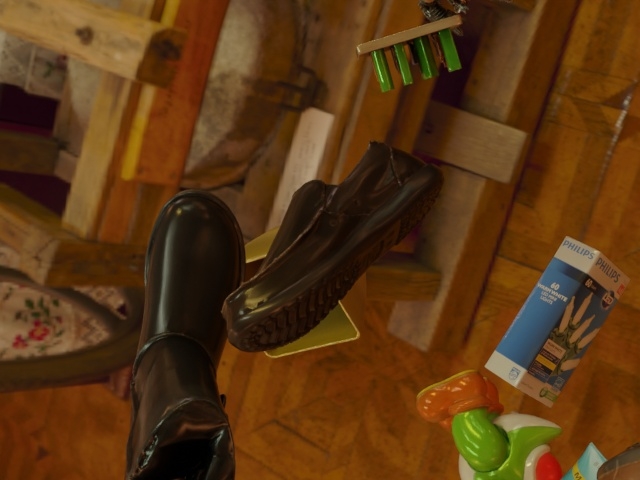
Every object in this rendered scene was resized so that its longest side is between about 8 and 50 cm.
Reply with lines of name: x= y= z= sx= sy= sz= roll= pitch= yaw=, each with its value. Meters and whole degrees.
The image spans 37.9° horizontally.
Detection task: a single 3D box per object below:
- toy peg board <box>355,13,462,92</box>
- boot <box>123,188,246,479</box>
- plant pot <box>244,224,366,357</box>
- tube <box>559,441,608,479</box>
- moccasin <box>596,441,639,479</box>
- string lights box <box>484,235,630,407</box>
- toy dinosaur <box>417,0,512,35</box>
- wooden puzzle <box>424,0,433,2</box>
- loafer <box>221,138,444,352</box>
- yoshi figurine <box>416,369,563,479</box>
toy peg board: x=0.143 y=-0.286 z=1.460 sx=0.161 sy=0.160 sz=0.079 roll=-16 pitch=97 yaw=4
boot: x=-0.170 y=0.145 z=1.146 sx=0.146 sy=0.445 sz=0.367 roll=6 pitch=100 yaw=-6
plant pot: x=-0.031 y=0.064 z=1.737 sx=0.212 sy=0.187 sz=0.212 roll=-17 pitch=116 yaw=32
tube: x=0.299 y=0.288 z=1.054 sx=0.080 sy=0.052 sz=0.207 roll=43 pitch=154 yaw=17
moccasin: x=0.298 y=0.139 z=0.347 sx=0.139 sy=0.380 sz=0.147 roll=111 pitch=157 yaw=-64
string lights box: x=0.400 y=0.138 z=1.568 sx=0.076 sy=0.133 sz=0.260 roll=33 pitch=91 yaw=46
toy dinosaur: x=0.224 y=-0.505 z=1.702 sx=0.164 sy=0.218 sz=0.322 roll=-40 pitch=63 yaw=10
wooden puzzle: x=0.233 y=-0.488 z=1.207 sx=0.080 sy=0.348 sz=0.322 roll=38 pitch=119 yaw=-11
loafer: x=0.000 y=0.000 z=0.713 sx=0.078 sy=0.220 sz=0.080 roll=41 pitch=150 yaw=17
yoshi figurine: x=0.239 y=0.376 z=1.281 sx=0.362 sy=0.203 sz=0.203 roll=63 pitch=152 yaw=26
